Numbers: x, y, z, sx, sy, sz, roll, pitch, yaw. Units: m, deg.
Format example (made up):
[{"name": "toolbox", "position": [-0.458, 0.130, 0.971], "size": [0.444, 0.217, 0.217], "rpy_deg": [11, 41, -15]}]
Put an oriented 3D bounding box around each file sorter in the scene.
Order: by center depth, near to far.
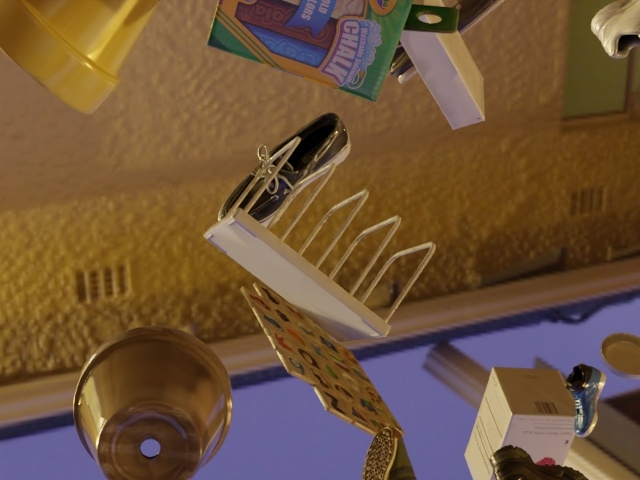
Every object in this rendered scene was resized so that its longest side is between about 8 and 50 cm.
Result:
[{"name": "file sorter", "position": [0.000, 0.000, 1.522], "size": [0.173, 0.277, 0.193], "rpy_deg": [-55, -169, -18]}]

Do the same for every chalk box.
[{"name": "chalk box", "position": [0.030, -0.305, 1.268], "size": [0.288, 0.179, 0.180], "rpy_deg": [20, -149, -2]}]

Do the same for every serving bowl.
[{"name": "serving bowl", "position": [0.454, 0.176, 1.502], "size": [0.083, 0.027, 0.083], "rpy_deg": [4, -138, -4]}]

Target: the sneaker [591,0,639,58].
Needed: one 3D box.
[{"name": "sneaker", "position": [0.602, -0.405, 1.810], "size": [0.090, 0.232, 0.115], "rpy_deg": [16, -130, -37]}]

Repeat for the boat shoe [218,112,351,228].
[{"name": "boat shoe", "position": [-0.074, -0.127, 1.911], "size": [0.306, 0.105, 0.113], "rpy_deg": [-34, -116, -2]}]

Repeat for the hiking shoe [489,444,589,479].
[{"name": "hiking shoe", "position": [0.404, 0.460, 1.820], "size": [0.226, 0.086, 0.114], "rpy_deg": [23, -142, -13]}]

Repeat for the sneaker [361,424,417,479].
[{"name": "sneaker", "position": [0.106, 0.349, 1.384], "size": [0.086, 0.064, 0.192], "rpy_deg": [37, -148, -19]}]

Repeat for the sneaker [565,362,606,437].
[{"name": "sneaker", "position": [0.552, 0.337, 2.158], "size": [0.084, 0.152, 0.058], "rpy_deg": [27, 166, -25]}]

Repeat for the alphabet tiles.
[{"name": "alphabet tiles", "position": [0.003, 0.200, 1.668], "size": [0.285, 0.011, 0.342], "rpy_deg": [34, -167, -38]}]

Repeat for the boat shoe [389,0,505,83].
[{"name": "boat shoe", "position": [0.266, -0.463, 2.118], "size": [0.335, 0.095, 0.112], "rpy_deg": [-37, -179, 22]}]

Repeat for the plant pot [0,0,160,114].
[{"name": "plant pot", "position": [-0.410, -0.386, 1.735], "size": [0.239, 0.254, 0.254], "rpy_deg": [-45, -159, 7]}]

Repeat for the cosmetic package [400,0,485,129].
[{"name": "cosmetic package", "position": [0.181, -0.285, 1.544], "size": [0.060, 0.239, 0.099], "rpy_deg": [-17, -133, 23]}]

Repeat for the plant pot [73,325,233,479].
[{"name": "plant pot", "position": [-0.322, 0.355, 1.949], "size": [0.323, 0.323, 0.280], "rpy_deg": [-3, -169, -8]}]

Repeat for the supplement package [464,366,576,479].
[{"name": "supplement package", "position": [0.480, 0.473, 2.429], "size": [0.177, 0.293, 0.175], "rpy_deg": [4, -148, -11]}]
